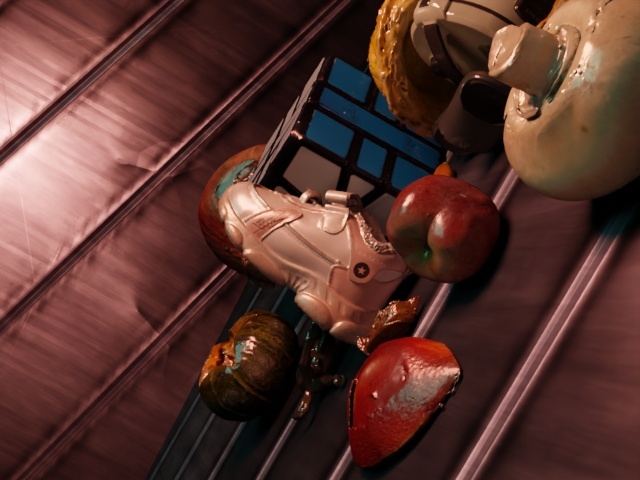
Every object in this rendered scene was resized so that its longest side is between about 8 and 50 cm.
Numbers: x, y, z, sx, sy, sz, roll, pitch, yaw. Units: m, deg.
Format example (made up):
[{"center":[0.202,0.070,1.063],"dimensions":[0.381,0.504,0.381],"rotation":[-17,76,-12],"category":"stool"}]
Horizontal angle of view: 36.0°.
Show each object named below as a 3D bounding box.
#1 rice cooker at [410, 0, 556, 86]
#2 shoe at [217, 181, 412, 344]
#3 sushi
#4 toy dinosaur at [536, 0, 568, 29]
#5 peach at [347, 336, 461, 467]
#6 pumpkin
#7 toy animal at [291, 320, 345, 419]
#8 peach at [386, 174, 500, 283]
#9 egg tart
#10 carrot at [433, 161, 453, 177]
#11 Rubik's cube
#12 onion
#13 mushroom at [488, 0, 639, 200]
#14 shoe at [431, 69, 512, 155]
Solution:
[{"center":[0.266,-0.350,1.540],"dimensions":[0.244,0.226,0.226],"rotation":[-59,10,-12],"category":"rice cooker"},{"center":[0.000,0.000,1.640],"dimensions":[0.198,0.351,0.172],"rotation":[-48,-11,6],"category":"shoe"},{"center":[0.105,0.129,1.488],"dimensions":[0.120,0.052,0.055],"rotation":[-55,27,38],"category":"sushi"},{"center":[0.345,-0.318,1.323],"dimensions":[0.142,0.057,0.212],"rotation":[-41,-24,-26],"category":"toy dinosaur"},{"center":[0.092,0.203,1.306],"dimensions":[0.279,0.068,0.189],"rotation":[-45,20,55],"category":"peach"},{"center":[-0.140,0.260,2.004],"dimensions":[0.238,0.159,0.238],"rotation":[-49,20,25],"category":"pumpkin"},{"center":[0.008,0.201,1.729],"dimensions":[0.148,0.084,0.233],"rotation":[104,-179,-56],"category":"toy animal"},{"center":[0.174,-0.024,1.344],"dimensions":[0.152,0.152,0.152],"rotation":[-57,11,17],"category":"peach"},{"center":[0.181,-0.314,1.690],"dimensions":[0.118,0.288,0.288],"rotation":[9,67,49],"category":"egg tart"},{"center":[0.203,-0.084,1.640],"dimensions":[0.035,0.035,0.142],"rotation":[-51,19,43],"category":"carrot"},{"center":[0.039,-0.118,1.824],"dimensions":[0.294,0.288,0.283],"rotation":[-55,12,40],"category":"Rubik's cube"},{"center":[-0.087,-0.051,2.142],"dimensions":[0.354,0.353,0.354],"rotation":[-57,11,17],"category":"onion"},{"center":[0.277,-0.165,1.048],"dimensions":[0.246,0.202,0.246],"rotation":[-161,90,-78],"category":"mushroom"},{"center":[0.234,-0.171,1.533],"dimensions":[0.093,0.108,0.241],"rotation":[-66,5,-20],"category":"shoe"}]
